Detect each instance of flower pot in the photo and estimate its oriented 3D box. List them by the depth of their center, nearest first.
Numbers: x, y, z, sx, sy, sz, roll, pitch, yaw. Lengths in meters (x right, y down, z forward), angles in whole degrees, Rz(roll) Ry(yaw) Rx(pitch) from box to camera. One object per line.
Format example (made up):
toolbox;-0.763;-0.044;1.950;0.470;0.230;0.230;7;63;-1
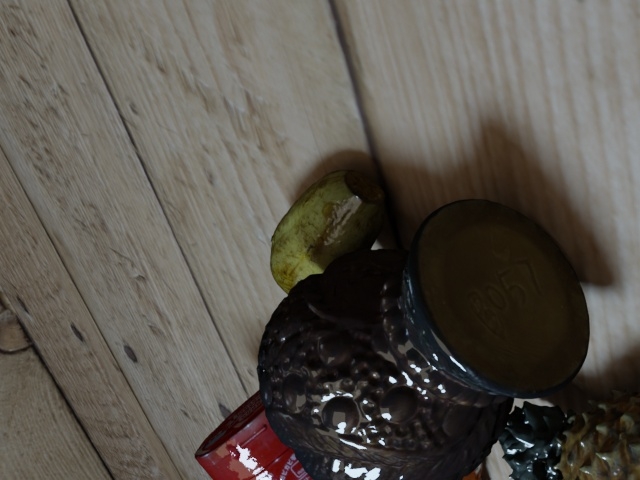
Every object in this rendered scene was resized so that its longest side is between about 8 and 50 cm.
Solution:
flower pot;0.104;0.104;0.945;0.266;0.267;0.267;49;142;3

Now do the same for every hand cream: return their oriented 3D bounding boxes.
hand cream;-0.059;0.302;1.433;0.149;0.230;0.230;49;152;0

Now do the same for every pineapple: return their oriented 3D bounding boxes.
pineapple;0.268;0.208;0.936;0.157;0.158;0.279;58;155;-14

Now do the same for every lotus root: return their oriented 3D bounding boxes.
lotus root;0.000;0.000;1.126;0.110;0.097;0.258;48;148;10

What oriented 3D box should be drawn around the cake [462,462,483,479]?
cake;0.167;0.274;1.234;0.098;0.135;0.287;27;164;28
